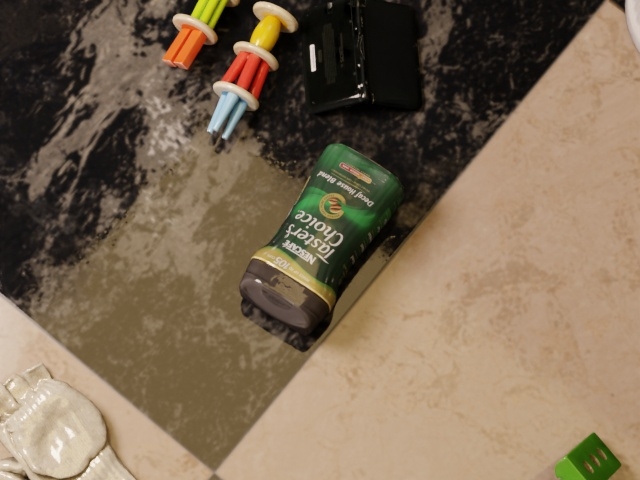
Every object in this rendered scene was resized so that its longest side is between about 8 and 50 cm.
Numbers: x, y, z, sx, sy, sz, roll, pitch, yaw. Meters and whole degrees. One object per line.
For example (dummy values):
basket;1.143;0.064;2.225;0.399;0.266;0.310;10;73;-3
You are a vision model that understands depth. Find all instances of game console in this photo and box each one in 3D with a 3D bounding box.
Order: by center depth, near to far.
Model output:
game console;0.043;-0.193;1.559;0.107;0.071;0.122;-12;72;26

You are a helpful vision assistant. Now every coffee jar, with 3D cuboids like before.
coffee jar;0.000;0.000;1.467;0.096;0.079;0.184;31;76;7

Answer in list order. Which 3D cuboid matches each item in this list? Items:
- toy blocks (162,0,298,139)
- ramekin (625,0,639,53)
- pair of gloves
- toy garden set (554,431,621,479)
toy blocks;-0.108;-0.189;1.530;0.123;0.054;0.148;25;75;4
ramekin;0.435;-0.264;1.544;0.207;0.109;0.207;1;73;-2
pair of gloves;-0.303;0.247;1.404;0.240;0.042;0.204;-35;78;-12
toy garden set;0.290;0.307;1.345;0.049;0.204;0.244;-44;77;22
